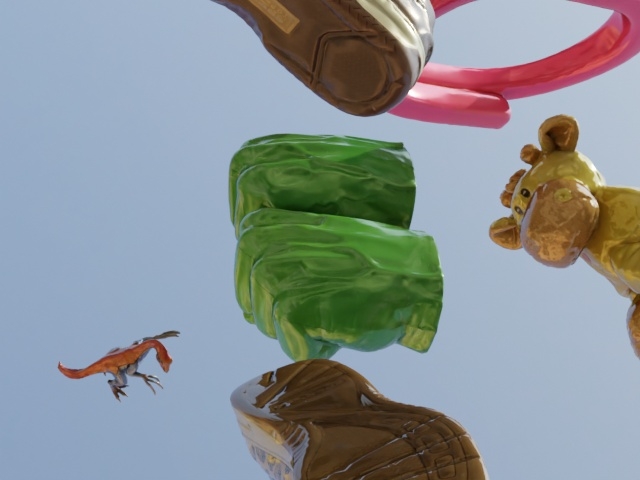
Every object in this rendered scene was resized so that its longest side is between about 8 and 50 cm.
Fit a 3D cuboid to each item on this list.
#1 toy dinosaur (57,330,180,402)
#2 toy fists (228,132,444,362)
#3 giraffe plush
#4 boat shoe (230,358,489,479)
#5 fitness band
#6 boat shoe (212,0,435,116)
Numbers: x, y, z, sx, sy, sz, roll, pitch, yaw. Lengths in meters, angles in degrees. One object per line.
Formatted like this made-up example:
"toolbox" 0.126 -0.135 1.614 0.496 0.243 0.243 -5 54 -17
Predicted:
"toy dinosaur" -0.150 0.098 1.330 0.090 0.082 0.047 -5 -111 -23
"toy fists" 0.000 0.000 1.287 0.142 0.096 0.279 8 -151 -10
"giraffe plush" 0.233 -0.015 1.393 0.170 0.210 0.181 25 -85 -1
"boat shoe" 0.028 0.149 1.009 0.105 0.285 0.089 -18 -72 -13
"fitness band" 0.158 -0.175 1.456 0.209 0.291 0.054 -40 -121 40
"boat shoe" -0.037 -0.184 0.968 0.095 0.257 0.095 -32 -163 43
